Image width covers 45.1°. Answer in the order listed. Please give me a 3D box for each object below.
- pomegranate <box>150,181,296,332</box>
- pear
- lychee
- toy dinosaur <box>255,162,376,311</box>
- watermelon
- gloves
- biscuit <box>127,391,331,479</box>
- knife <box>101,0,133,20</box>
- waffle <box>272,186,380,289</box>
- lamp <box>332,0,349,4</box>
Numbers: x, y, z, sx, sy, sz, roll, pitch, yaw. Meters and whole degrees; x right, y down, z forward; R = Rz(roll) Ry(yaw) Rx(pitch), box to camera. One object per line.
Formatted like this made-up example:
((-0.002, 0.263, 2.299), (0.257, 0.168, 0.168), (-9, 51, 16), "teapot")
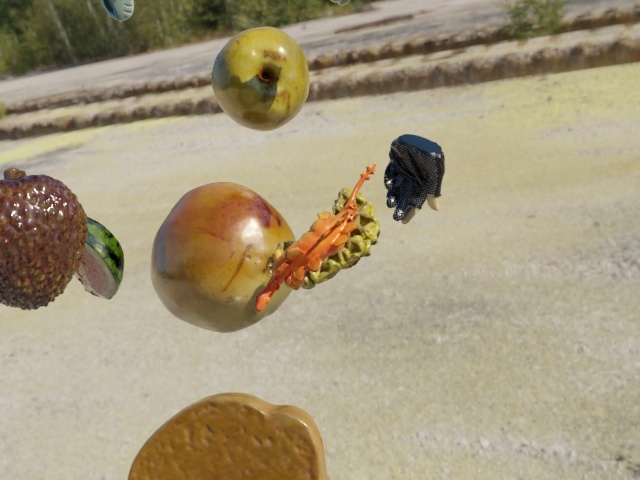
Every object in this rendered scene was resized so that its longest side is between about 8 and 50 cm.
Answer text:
((-0.200, 0.035, 1.569), (0.320, 0.319, 0.319), (-10, 19, 4), "pomegranate")
((-0.120, -0.328, 1.575), (0.209, 0.208, 0.209), (-10, 19, 4), "pear")
((-0.407, -0.007, 1.037), (0.195, 0.194, 0.194), (-10, 19, 4), "lychee")
((0.000, 0.000, 1.149), (0.288, 0.070, 0.117), (-47, 10, 1), "toy dinosaur")
((-0.401, 0.031, 1.327), (0.119, 0.245, 0.063), (5, 56, 6), "watermelon")
((0.196, -0.123, 1.640), (0.129, 0.180, 0.106), (11, 29, -2), "gloves")
((-0.116, 0.385, 1.039), (0.312, 0.351, 0.057), (-21, -4, 10), "biscuit")
((-0.425, -0.536, 1.512), (0.064, 0.221, 0.031), (-19, 36, -1), "knife")
((0.011, 0.002, 1.276), (0.194, 0.051, 0.149), (-33, 41, 7), "waffle")
((-0.030, -0.462, 1.321), (0.193, 0.106, 0.106), (15, 6, -27), "lamp")
